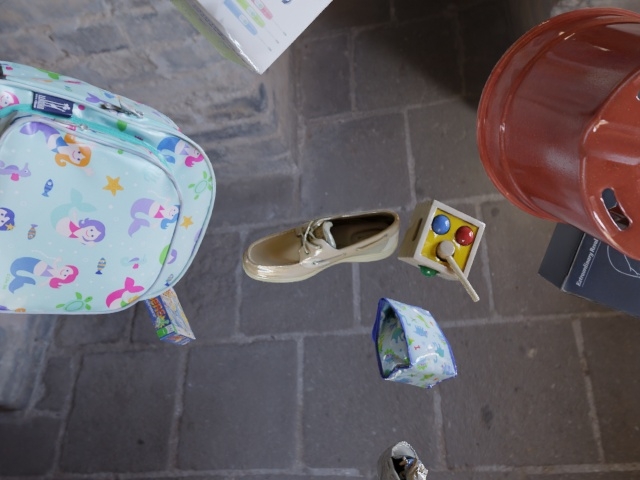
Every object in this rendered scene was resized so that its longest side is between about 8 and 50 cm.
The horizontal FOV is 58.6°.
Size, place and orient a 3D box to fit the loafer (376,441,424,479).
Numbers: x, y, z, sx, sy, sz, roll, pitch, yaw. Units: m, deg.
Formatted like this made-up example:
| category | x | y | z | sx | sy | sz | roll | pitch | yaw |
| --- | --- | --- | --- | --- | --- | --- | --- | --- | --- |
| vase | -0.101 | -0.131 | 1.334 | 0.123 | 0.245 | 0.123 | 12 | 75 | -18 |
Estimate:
| category | x | y | z | sx | sy | sz | roll | pitch | yaw |
| --- | --- | --- | --- | --- | --- | --- | --- | --- | --- |
| loafer | 0.178 | 0.502 | 1.203 | 0.112 | 0.319 | 0.111 | 42 | 102 | 6 |

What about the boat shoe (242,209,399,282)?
| category | x | y | z | sx | sy | sz | roll | pitch | yaw |
| --- | --- | --- | --- | --- | --- | --- | --- | --- | --- |
| boat shoe | 0.000 | 0.000 | 1.065 | 0.302 | 0.098 | 0.109 | -9 | 60 | -4 |

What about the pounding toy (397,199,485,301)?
| category | x | y | z | sx | sy | sz | roll | pitch | yaw |
| --- | --- | --- | --- | --- | --- | --- | --- | --- | --- |
| pounding toy | 0.222 | 0.019 | 1.007 | 0.130 | 0.100 | 0.141 | 23 | 82 | -14 |

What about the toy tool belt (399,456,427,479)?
| category | x | y | z | sx | sy | sz | roll | pitch | yaw |
| --- | --- | --- | --- | --- | --- | --- | --- | --- | --- |
| toy tool belt | 0.187 | 0.461 | 1.161 | 0.052 | 0.083 | 0.051 | -2 | 79 | -10 |

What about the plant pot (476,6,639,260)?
| category | x | y | z | sx | sy | sz | roll | pitch | yaw |
| --- | --- | --- | --- | --- | --- | --- | --- | --- | --- |
| plant pot | 0.330 | -0.111 | 0.605 | 0.272 | 0.265 | 0.272 | 1 | 109 | 2 |

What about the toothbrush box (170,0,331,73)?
| category | x | y | z | sx | sy | sz | roll | pitch | yaw |
| --- | --- | --- | --- | --- | --- | --- | --- | --- | --- |
| toothbrush box | -0.078 | -0.350 | 0.764 | 0.206 | 0.122 | 0.283 | -45 | 29 | 3 |

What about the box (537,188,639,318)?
| category | x | y | z | sx | sy | sz | roll | pitch | yaw |
| --- | --- | --- | --- | --- | --- | --- | --- | --- | --- |
| box | 0.777 | 0.029 | 1.348 | 0.395 | 0.212 | 0.293 | 19 | 99 | 3 |

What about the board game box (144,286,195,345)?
| category | x | y | z | sx | sy | sz | roll | pitch | yaw |
| --- | --- | --- | --- | --- | --- | --- | --- | --- | --- |
| board game box | -0.318 | 0.144 | 1.178 | 0.035 | 0.201 | 0.136 | -25 | 79 | -7 |

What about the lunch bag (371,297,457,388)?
| category | x | y | z | sx | sy | sz | roll | pitch | yaw |
| --- | --- | --- | --- | --- | --- | --- | --- | --- | --- |
| lunch bag | 0.167 | 0.186 | 1.056 | 0.096 | 0.129 | 0.151 | -35 | 48 | 37 |

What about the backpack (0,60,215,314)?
| category | x | y | z | sx | sy | sz | roll | pitch | yaw |
| --- | --- | --- | --- | --- | --- | --- | --- | --- | --- |
| backpack | -0.234 | -0.040 | 0.570 | 0.191 | 0.253 | 0.225 | 38 | 110 | 43 |
